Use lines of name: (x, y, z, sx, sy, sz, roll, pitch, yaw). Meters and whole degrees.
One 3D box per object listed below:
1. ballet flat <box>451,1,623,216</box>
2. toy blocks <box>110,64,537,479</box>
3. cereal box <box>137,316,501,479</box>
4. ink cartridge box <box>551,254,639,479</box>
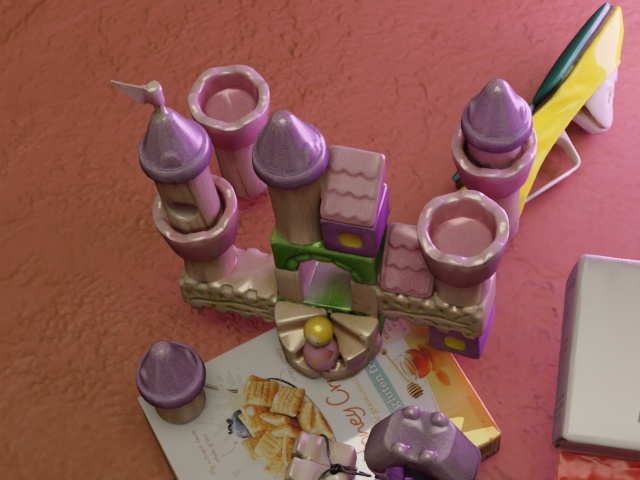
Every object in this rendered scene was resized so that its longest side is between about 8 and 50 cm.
ballet flat: (0.207, -0.104, 1.296, 0.077, 0.077, 0.231, 42, 74, -2)
toy blocks: (0.000, 0.000, 1.089, 0.289, 0.260, 0.309, 11, 60, 12)
cereal box: (-0.002, 0.146, 1.183, 0.240, 0.047, 0.173, -27, 64, -11)
ink cartridge box: (0.314, 0.159, 1.055, 0.296, 0.066, 0.261, 7, 75, 3)
